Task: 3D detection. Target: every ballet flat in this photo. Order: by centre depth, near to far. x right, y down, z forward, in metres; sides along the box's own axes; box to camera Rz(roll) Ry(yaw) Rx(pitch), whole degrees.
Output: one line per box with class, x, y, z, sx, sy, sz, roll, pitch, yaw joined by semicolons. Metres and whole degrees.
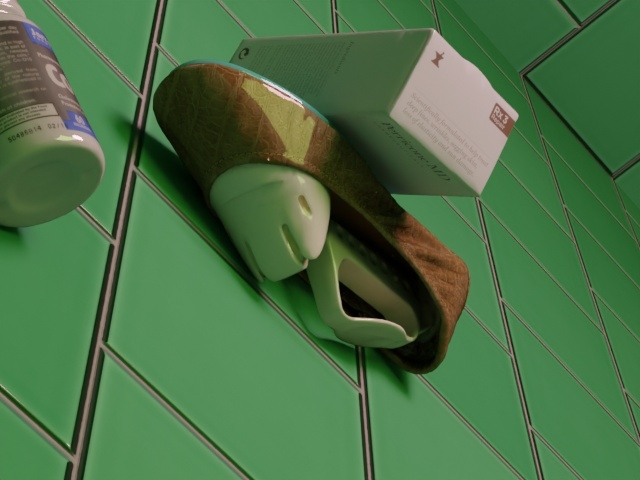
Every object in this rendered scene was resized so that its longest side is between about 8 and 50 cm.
ballet flat;0.000;0.000;1.362;0.342;0.116;0.124;43;37;-40

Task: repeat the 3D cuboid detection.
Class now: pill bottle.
pill bottle;-0.184;-0.082;1.049;0.078;0.078;0.137;25;31;-57

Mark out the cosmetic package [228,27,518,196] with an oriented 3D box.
cosmetic package;0.027;-0.098;1.409;0.117;0.085;0.231;39;-20;-34
